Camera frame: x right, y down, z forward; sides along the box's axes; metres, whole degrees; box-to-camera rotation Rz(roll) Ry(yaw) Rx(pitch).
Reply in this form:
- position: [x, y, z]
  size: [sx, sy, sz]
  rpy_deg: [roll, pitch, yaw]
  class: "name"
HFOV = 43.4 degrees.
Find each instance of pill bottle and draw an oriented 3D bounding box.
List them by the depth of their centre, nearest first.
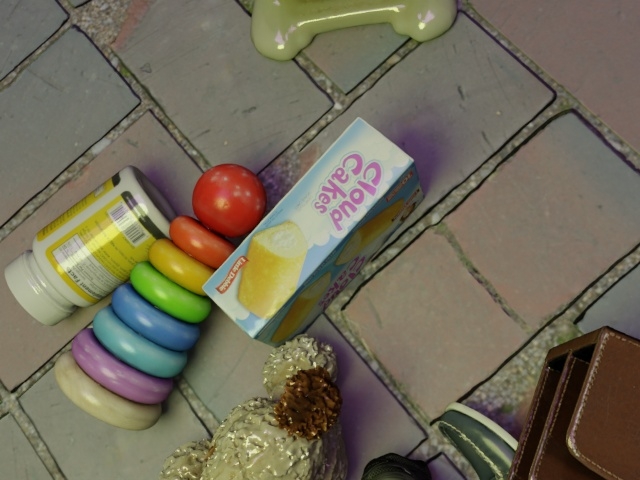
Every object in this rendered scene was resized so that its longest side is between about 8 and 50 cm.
- position: [-0.289, 0.009, 1.031]
  size: [0.208, 0.119, 0.119]
  rpy_deg: [-36, 70, 2]
  class: "pill bottle"

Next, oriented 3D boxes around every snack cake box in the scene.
- position: [0.000, 0.000, 0.947]
  size: [0.089, 0.152, 0.264]
  rpy_deg: [41, 88, 19]
  class: "snack cake box"

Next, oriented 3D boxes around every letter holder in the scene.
- position: [0.343, 0.245, 0.747]
  size: [0.301, 0.152, 0.214]
  rpy_deg: [23, 74, 3]
  class: "letter holder"

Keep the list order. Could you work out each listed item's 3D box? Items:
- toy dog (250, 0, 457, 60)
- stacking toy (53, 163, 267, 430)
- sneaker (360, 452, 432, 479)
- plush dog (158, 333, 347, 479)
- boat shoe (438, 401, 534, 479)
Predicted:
- position: [0.012, -0.453, 0.930]
  size: [0.284, 0.408, 0.396]
  rpy_deg: [4, 77, 14]
  class: "toy dog"
- position: [-0.172, 0.056, 0.958]
  size: [0.141, 0.141, 0.330]
  rpy_deg: [34, 92, 19]
  class: "stacking toy"
- position: [0.129, 0.314, 0.871]
  size: [0.227, 0.130, 0.087]
  rpy_deg: [42, 96, -8]
  class: "sneaker"
- position: [-0.052, 0.240, 0.854]
  size: [0.262, 0.225, 0.210]
  rpy_deg: [-45, 70, -2]
  class: "plush dog"
- position: [0.214, 0.283, 0.853]
  size: [0.079, 0.095, 0.254]
  rpy_deg: [-42, 79, -12]
  class: "boat shoe"
